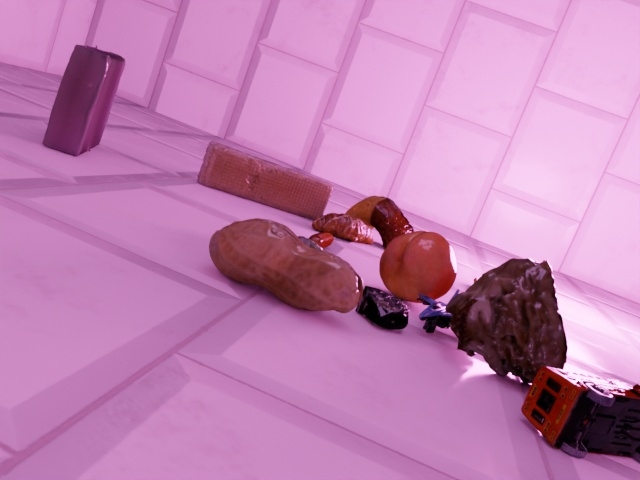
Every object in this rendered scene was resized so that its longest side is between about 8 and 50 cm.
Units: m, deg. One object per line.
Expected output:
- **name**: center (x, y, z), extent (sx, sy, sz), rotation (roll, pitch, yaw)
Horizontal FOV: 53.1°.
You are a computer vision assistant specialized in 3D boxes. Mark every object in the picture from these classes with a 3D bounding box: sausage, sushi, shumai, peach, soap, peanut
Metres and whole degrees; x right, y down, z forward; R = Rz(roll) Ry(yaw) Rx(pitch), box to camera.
- **sausage**: center (0.000, 0.000, 1.697), extent (0.039, 0.041, 0.131), rotation (29, 12, 14)
- **sushi**: center (0.128, 0.134, 1.227), extent (0.084, 0.056, 0.083), rotation (14, 12, -29)
- **shumai**: center (0.344, 0.159, 1.220), extent (0.218, 0.256, 0.189), rotation (1, -29, -7)
- **peach**: center (0.223, 0.061, 1.478), extent (0.184, 0.184, 0.184), rotation (20, 10, -4)
- **soap**: center (-0.643, -0.392, 1.773), extent (0.107, 0.285, 0.296), rotation (21, 9, -14)
- **peanut**: center (-0.060, 0.044, 1.136), extent (0.290, 0.130, 0.130), rotation (25, 11, 9)

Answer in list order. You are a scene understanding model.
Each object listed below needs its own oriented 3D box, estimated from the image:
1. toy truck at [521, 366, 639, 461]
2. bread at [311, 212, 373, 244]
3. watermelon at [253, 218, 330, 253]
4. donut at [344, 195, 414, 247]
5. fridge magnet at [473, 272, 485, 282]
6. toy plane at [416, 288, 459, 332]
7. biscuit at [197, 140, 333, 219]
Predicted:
- **toy truck**: center (0.447, 0.272, 1.008), extent (0.252, 0.108, 0.114), rotation (15, 13, -28)
- **bread**: center (0.080, -0.043, 1.985), extent (0.233, 0.076, 0.105), rotation (13, 11, -31)
- **watermelon**: center (-0.067, 0.022, 1.383), extent (0.241, 0.094, 0.154), rotation (26, 4, 36)
- **donut**: center (0.196, -0.060, 2.120), extent (0.295, 0.151, 0.112), rotation (26, 22, 23)
- **fridge magnet**: center (0.543, 0.142, 1.975), extent (0.143, 0.063, 0.143), rotation (17, 11, -3)
- **toy plane**: center (0.252, 0.156, 1.317), extent (0.169, 0.078, 0.246), rotation (27, 18, 29)
- **biscuit**: center (-0.172, -0.188, 2.043), extent (0.426, 0.144, 0.078), rotation (16, 12, -20)
